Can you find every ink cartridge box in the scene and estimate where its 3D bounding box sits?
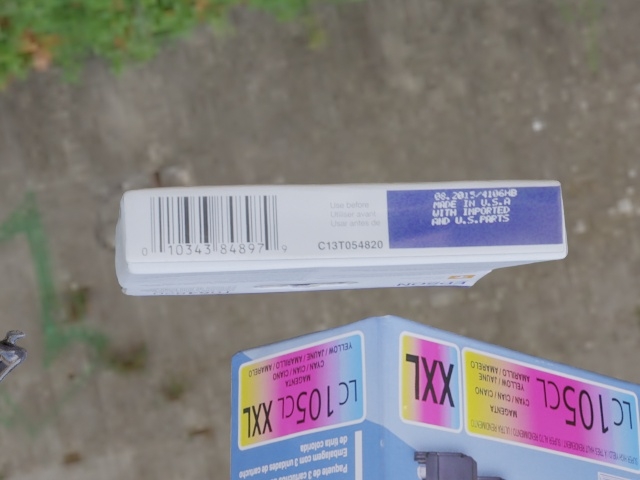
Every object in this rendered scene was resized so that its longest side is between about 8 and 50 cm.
[{"bbox_3d":[0.000,0.000,0.965,0.223,0.045,0.224,-2,175,-8],"label":"ink cartridge box"},{"bbox_3d":[0.084,0.272,1.127,0.270,0.395,0.151,16,157,-39],"label":"ink cartridge box"}]

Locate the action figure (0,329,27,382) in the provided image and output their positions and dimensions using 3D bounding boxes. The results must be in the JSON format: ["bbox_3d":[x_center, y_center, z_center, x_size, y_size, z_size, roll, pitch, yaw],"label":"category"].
[{"bbox_3d":[-0.258,-0.023,0.981,0.141,0.275,0.164,-23,-156,-25],"label":"action figure"}]
